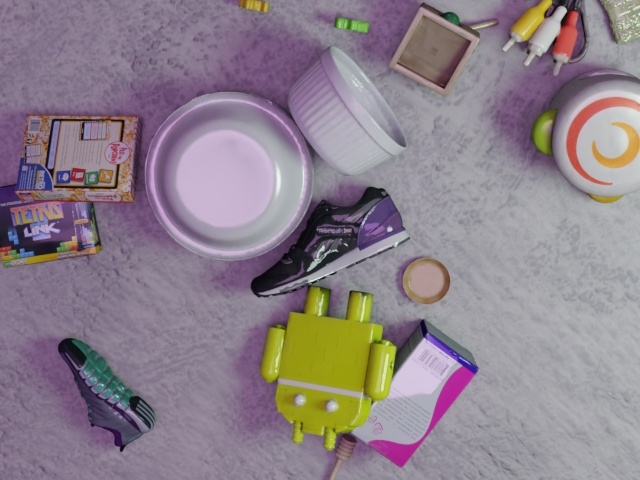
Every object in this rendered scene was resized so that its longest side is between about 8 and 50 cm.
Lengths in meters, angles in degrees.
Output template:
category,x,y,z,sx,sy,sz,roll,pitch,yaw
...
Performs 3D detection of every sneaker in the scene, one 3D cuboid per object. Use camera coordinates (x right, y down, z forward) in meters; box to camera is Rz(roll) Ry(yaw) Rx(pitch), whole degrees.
category,x,y,z,sx,sy,sz,roll,pitch,yaw
sneaker,-0.400,0.277,1.856,0.098,0.083,0.223,-42,96,13
sneaker,0.000,0.000,1.791,0.283,0.107,0.124,-24,90,-2

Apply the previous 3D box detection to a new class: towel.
category,x,y,z,sx,sy,sz,roll,pitch,yaw
towel,0.542,-0.393,1.731,0.148,0.027,0.110,-22,98,5

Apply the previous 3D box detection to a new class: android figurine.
category,x,y,z,sx,sy,sz,roll,pitch,yaw
android figurine,0.010,0.216,1.784,0.248,0.056,0.272,8,82,29

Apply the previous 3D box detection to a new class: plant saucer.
category,x,y,z,sx,sy,sz,roll,pitch,yaw
plant saucer,0.185,0.070,1.826,0.084,0.015,0.083,0,98,3

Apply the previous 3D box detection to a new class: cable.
category,x,y,z,sx,sy,sz,roll,pitch,yaw
cable,0.415,-0.406,1.713,0.140,0.072,0.287,25,99,-7

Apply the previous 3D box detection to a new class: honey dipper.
category,x,y,z,sx,sy,sz,roll,pitch,yaw
honey dipper,0.020,0.424,1.885,0.031,0.030,0.160,24,103,-1

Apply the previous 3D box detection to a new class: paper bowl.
category,x,y,z,sx,sy,sz,roll,pitch,yaw
paper bowl,-0.151,-0.107,1.750,0.284,0.148,0.284,0,99,1

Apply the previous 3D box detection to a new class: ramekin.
category,x,y,z,sx,sy,sz,roll,pitch,yaw
ramekin,0.038,-0.202,1.701,0.109,0.207,0.207,-35,96,16

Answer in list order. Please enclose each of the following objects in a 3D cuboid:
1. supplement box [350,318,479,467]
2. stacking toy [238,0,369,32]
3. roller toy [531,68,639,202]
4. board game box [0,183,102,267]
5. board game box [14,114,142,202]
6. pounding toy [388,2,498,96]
category,x,y,z,sx,sy,sz,roll,pitch,yaw
supplement box,0.159,0.262,1.809,0.111,0.114,0.220,36,98,-4
stacking toy,-0.014,-0.448,1.741,0.221,0.052,0.166,11,101,-1
roller toy,0.468,-0.176,1.709,0.209,0.146,0.191,43,107,-10
board game box,-0.479,-0.035,1.826,0.170,0.048,0.141,-9,99,4
board game box,-0.407,-0.139,1.774,0.194,0.045,0.146,2,69,3
pounding toy,0.205,-0.326,1.733,0.130,0.100,0.141,28,110,-1
